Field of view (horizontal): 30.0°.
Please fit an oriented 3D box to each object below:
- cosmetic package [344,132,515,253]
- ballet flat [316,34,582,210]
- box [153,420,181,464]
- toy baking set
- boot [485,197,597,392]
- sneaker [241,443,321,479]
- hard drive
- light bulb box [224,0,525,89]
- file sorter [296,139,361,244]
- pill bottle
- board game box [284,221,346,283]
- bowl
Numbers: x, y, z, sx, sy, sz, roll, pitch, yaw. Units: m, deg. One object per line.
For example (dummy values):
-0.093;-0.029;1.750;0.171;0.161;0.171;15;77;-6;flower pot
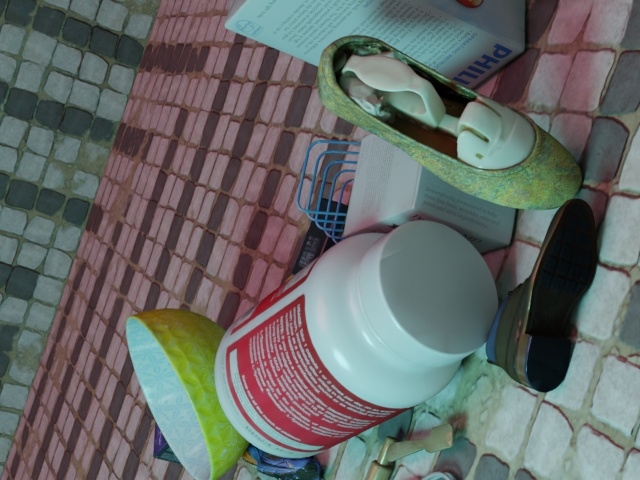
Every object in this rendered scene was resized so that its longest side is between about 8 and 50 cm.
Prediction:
0.148;-0.068;1.568;0.184;0.151;0.151;-22;53;61;cosmetic package
0.146;-0.144;1.410;0.123;0.348;0.123;-55;-16;-24;ballet flat
-0.206;0.291;2.130;0.207;0.108;0.153;-49;32;42;box
0.106;0.339;1.527;0.197;0.030;0.256;24;96;63;toy baking set
0.243;0.056;1.362;0.106;0.082;0.219;11;85;63;boot
-0.059;0.318;1.830;0.221;0.083;0.087;9;79;64;sneaker
0.000;0.000;1.919;0.135;0.022;0.094;-69;22;0;hard drive
0.090;-0.425;1.688;0.225;0.361;0.358;-33;45;53;light bulb box
0.047;-0.064;1.730;0.104;0.170;0.118;6;74;22;file sorter
0.042;0.130;1.561;0.408;0.229;0.229;-38;41;52;pill bottle
0.014;0.062;1.914;0.259;0.039;0.124;-42;38;44;board game box
-0.176;0.220;1.890;0.289;0.156;0.289;49;153;36;bowl
